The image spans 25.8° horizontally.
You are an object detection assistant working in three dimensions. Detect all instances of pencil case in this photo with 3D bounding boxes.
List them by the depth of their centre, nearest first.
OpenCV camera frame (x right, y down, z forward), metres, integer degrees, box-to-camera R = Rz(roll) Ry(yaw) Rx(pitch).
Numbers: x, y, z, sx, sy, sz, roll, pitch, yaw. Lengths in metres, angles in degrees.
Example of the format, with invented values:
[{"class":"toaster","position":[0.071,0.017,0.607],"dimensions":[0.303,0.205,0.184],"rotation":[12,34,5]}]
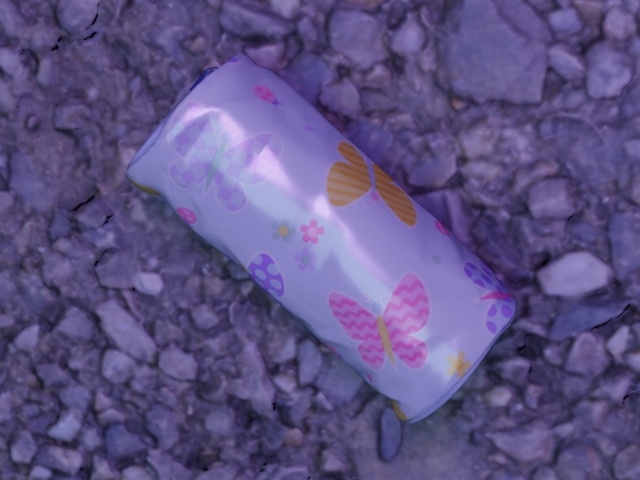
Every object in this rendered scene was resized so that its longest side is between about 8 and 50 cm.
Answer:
[{"class":"pencil case","position":[0.000,0.000,0.931],"dimensions":[0.273,0.113,0.124],"rotation":[40,122,-1]}]
